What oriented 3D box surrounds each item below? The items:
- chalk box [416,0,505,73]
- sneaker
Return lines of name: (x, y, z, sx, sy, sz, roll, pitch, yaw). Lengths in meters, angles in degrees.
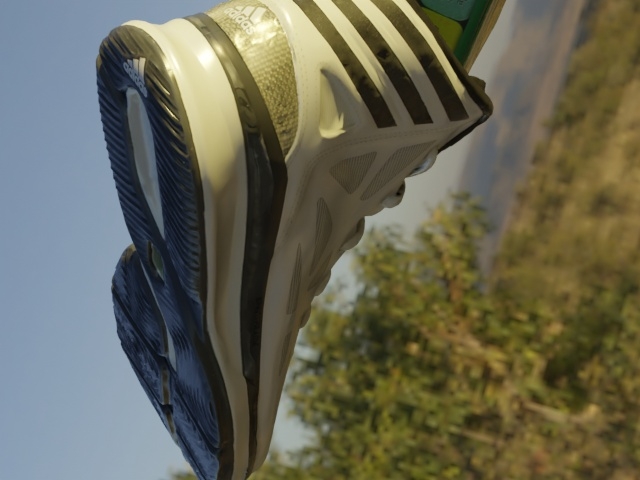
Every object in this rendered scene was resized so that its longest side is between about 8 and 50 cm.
chalk box: (0.047, -0.199, 1.169, 0.289, 0.179, 0.180, -61, -5, -49)
sneaker: (0.001, 0.000, 1.078, 0.258, 0.169, 0.447, -23, -34, -21)
